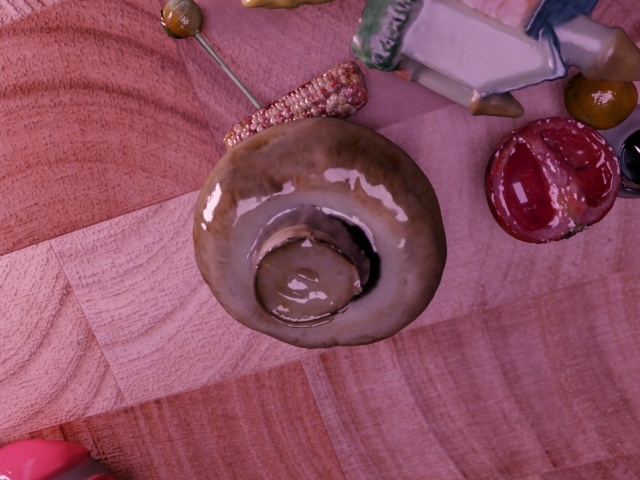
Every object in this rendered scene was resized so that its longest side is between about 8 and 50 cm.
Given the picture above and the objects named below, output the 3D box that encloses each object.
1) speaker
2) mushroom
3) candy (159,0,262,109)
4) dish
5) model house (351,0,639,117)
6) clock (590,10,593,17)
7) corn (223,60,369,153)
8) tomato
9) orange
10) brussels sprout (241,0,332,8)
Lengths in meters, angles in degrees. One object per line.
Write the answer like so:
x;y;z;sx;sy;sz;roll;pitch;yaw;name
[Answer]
-0.486;0.482;1.003;0.295;0.294;0.294;1;106;5;speaker
0.000;0.000;0.814;0.353;0.260;0.351;1;114;3;mushroom
-0.154;-0.266;0.854;0.061;0.061;0.202;-40;92;14;candy
0.468;-0.120;0.840;0.141;0.078;0.141;1;107;5;dish
0.243;-0.274;0.723;0.325;0.194;0.267;30;109;8;model house
0.320;-0.346;0.801;0.110;0.050;0.152;15;107;0;clock
-0.039;-0.182;0.867;0.237;0.079;0.079;-25;102;12;corn
0.319;-0.086;0.854;0.190;0.099;0.173;-23;95;-6;tomato
0.387;-0.198;0.820;0.095;0.085;0.085;16;107;-5;orange
-0.038;-0.444;0.678;0.345;0.268;0.343;2;80;-12;brussels sprout
